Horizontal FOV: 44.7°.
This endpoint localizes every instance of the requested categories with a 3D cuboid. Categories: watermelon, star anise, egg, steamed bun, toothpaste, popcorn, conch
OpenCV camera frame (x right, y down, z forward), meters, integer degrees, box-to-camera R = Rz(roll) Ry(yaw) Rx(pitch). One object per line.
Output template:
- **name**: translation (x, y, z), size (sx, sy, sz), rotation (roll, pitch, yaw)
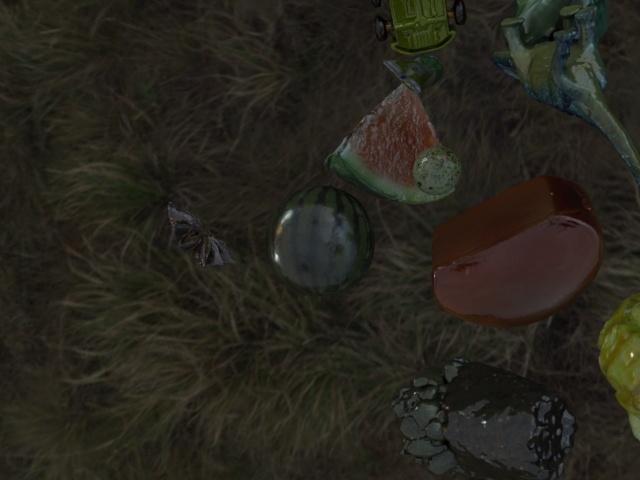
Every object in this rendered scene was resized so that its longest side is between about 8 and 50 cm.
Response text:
- **watermelon**: translation (0.000, 0.000, 1.459), size (0.212, 0.212, 0.212), rotation (4, 107, 13)
- **star anise**: translation (-0.276, -0.008, 1.759), size (0.065, 0.195, 0.182), rotation (-42, 70, 23)
- **egg**: translation (0.206, -0.122, 1.386), size (0.085, 0.110, 0.085), rotation (-1, 71, 3)
- **steamed bun**: translation (0.442, 0.044, 1.721), size (0.379, 0.235, 0.248), rotation (-27, 117, 24)
- **toothpaste**: translation (0.164, -0.282, 1.308), size (0.078, 0.248, 0.047), rotation (44, 115, 3)
- **watermelon**: translation (0.141, -0.179, 1.559), size (0.310, 0.193, 0.231), rotation (2, 71, -22)
- **popcorn**: translation (0.421, 0.148, 0.893), size (0.204, 0.221, 0.183), rotation (29, 114, -5)
- **conch**: translation (0.332, -0.333, 1.032), size (0.134, 0.196, 0.202), rotation (14, 105, -29)

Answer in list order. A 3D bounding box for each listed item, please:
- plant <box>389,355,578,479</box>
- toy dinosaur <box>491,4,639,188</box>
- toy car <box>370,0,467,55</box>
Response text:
- **plant**: translation (0.124, 0.144, 0.622), size (0.143, 0.092, 0.094), rotation (-4, 137, 46)
- **toy dinosaur**: translation (0.264, -0.189, 0.873), size (0.076, 0.363, 0.147), rotation (-20, 122, -4)
- **toy car**: translation (0.204, -0.527, 1.664), size (0.200, 0.142, 0.248), rotation (-7, 135, 6)
